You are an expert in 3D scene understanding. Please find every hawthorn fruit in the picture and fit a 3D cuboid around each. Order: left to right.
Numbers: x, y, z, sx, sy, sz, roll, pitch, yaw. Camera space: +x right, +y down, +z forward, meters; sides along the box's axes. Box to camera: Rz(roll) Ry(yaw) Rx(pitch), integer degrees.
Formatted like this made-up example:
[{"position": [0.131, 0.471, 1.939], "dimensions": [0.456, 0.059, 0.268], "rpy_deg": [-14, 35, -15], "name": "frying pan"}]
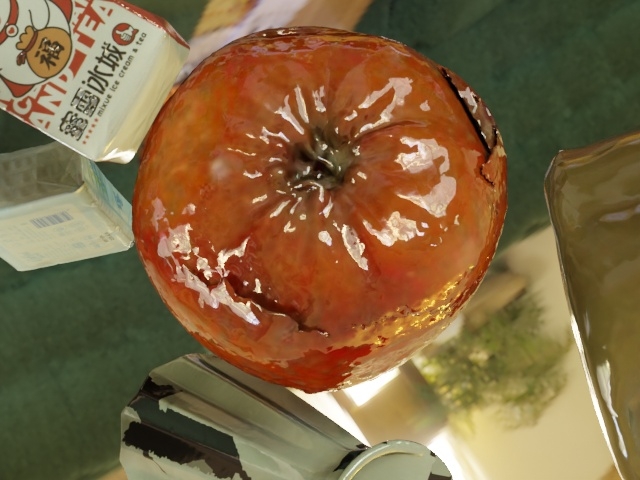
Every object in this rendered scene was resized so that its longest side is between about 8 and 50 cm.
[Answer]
[{"position": [0.000, 0.000, 0.919], "dimensions": [0.276, 0.276, 0.307], "rpy_deg": [-30, 153, -18], "name": "hawthorn fruit"}]

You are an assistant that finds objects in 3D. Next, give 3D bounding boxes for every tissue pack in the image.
[{"position": [-0.355, -0.042, 1.542], "dimensions": [0.177, 0.089, 0.263], "rpy_deg": [-12, 165, 3], "name": "tissue pack"}]

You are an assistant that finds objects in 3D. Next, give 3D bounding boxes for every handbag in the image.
[{"position": [-0.307, -0.219, 1.282], "dimensions": [0.171, 0.298, 0.151], "rpy_deg": [-60, 177, 4], "name": "handbag"}]

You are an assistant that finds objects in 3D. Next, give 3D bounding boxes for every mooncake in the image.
[{"position": [0.410, 0.086, 1.273], "dimensions": [0.262, 0.467, 0.467], "rpy_deg": [-13, 172, 14], "name": "mooncake"}]

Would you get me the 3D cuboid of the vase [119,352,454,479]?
[{"position": [-0.041, 0.188, 0.980], "dimensions": [0.165, 0.165, 0.360], "rpy_deg": [-28, -164, -26], "name": "vase"}]
